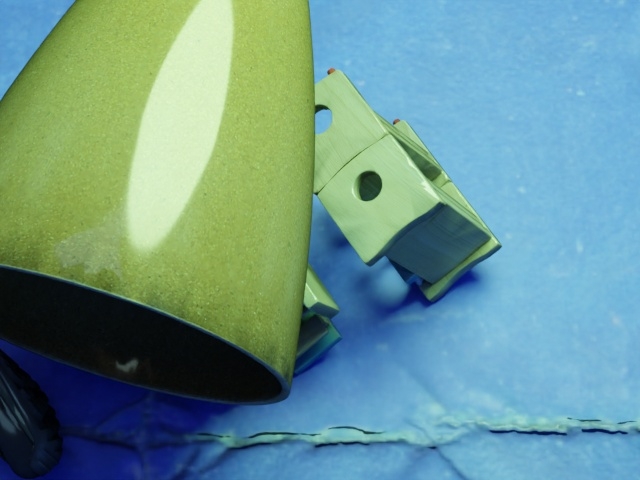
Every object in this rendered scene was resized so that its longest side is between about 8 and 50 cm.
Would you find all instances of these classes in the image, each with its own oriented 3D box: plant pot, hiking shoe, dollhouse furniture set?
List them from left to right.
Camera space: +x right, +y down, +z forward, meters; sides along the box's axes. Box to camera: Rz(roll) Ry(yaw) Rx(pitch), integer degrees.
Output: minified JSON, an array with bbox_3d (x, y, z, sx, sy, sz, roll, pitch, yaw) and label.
[{"bbox_3d":[-0.267,0.099,1.011,0.227,0.086,0.114,38,79,25],"label":"hiking shoe"},{"bbox_3d":[-0.098,-0.057,0.933,0.237,0.237,0.254,14,74,7],"label":"plant pot"},{"bbox_3d":[0.000,0.000,1.061,0.184,0.129,0.129,-40,63,11],"label":"dollhouse furniture set"}]
